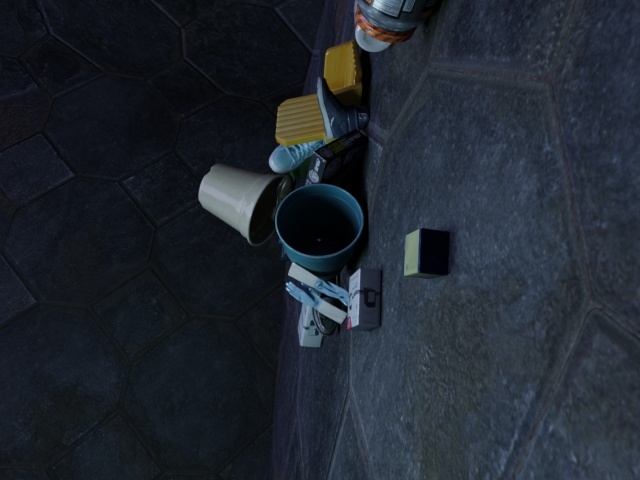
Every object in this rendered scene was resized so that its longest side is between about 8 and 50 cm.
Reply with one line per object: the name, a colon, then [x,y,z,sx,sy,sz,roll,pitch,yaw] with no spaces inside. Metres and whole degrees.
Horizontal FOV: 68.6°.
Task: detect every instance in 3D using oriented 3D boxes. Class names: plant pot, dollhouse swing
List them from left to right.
plant pot: [-0.347,-0.188,2.063,0.334,0.305,0.334,-56,-19,-30]
dollhouse swing: [-0.017,-0.561,1.786,0.315,0.304,0.347,94,177,-49]
plant pot: [0.000,0.000,1.536,0.255,0.271,0.272,88,-177,-58]

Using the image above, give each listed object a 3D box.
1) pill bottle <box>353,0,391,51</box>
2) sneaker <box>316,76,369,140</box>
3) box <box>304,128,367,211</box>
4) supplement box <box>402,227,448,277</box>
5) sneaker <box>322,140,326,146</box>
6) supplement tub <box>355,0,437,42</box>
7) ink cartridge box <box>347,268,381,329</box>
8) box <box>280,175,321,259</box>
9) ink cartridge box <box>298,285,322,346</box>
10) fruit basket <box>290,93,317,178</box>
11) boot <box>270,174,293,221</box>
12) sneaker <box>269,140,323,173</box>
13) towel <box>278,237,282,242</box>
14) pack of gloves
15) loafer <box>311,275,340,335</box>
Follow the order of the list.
pill bottle: [0.163,-0.691,1.433,0.121,0.121,0.221,111,163,-54]
sneaker: [0.078,-0.455,1.576,0.086,0.163,0.226,-89,-14,-46]
box: [0.040,-0.226,1.604,0.216,0.060,0.270,-35,-23,-36]
supplement box: [0.198,0.027,0.891,0.083,0.056,0.083,138,138,-75]
sneaker: [0.054,-0.387,1.993,0.067,0.078,0.188,-55,-10,-12]
supplement tub: [0.188,-0.607,1.011,0.316,0.193,0.194,114,161,-58]
ink cartridge box: [0.116,0.159,1.253,0.109,0.063,0.151,123,152,-69]
box: [-0.064,-0.080,2.135,0.343,0.178,0.313,130,145,-72]
ink cartridge box: [-0.031,0.310,1.922,0.153,0.086,0.209,-109,29,-68]
fruit basket: [-0.064,-0.539,2.322,0.392,0.282,0.392,-7,-90,-89]
boot: [-0.140,-0.159,1.978,0.106,0.082,0.219,46,126,46]
sneaker: [-0.066,-0.424,2.042,0.366,0.135,0.150,-38,-2,-28]
towel: [-0.166,-0.044,2.086,0.067,0.029,0.120,-176,92,-79]
pack of gloves: [0.000,0.162,1.532,0.046,0.232,0.195,-59,-5,-37]
loafer: [0.026,0.206,1.674,0.084,0.096,0.268,116,162,-45]
